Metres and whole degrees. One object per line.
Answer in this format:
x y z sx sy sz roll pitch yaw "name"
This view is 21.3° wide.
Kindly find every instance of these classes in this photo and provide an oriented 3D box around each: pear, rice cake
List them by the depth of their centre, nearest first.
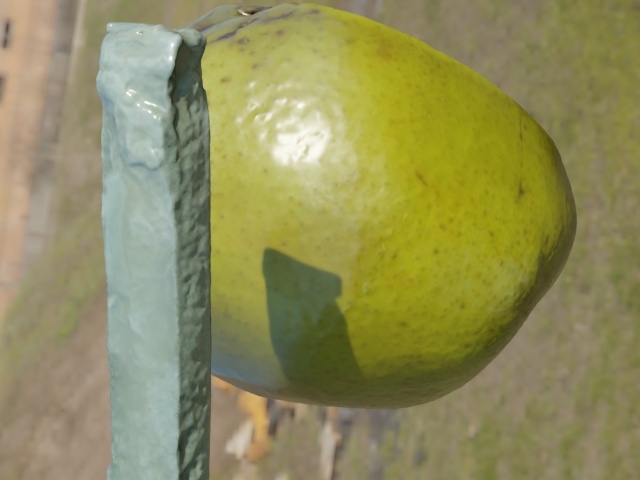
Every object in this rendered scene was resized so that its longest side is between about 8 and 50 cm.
-0.036 0.013 0.374 0.021 0.022 0.121 -20 -65 -59 "rice cake"
0.000 0.000 0.506 0.104 0.141 0.141 -62 5 -15 "pear"
